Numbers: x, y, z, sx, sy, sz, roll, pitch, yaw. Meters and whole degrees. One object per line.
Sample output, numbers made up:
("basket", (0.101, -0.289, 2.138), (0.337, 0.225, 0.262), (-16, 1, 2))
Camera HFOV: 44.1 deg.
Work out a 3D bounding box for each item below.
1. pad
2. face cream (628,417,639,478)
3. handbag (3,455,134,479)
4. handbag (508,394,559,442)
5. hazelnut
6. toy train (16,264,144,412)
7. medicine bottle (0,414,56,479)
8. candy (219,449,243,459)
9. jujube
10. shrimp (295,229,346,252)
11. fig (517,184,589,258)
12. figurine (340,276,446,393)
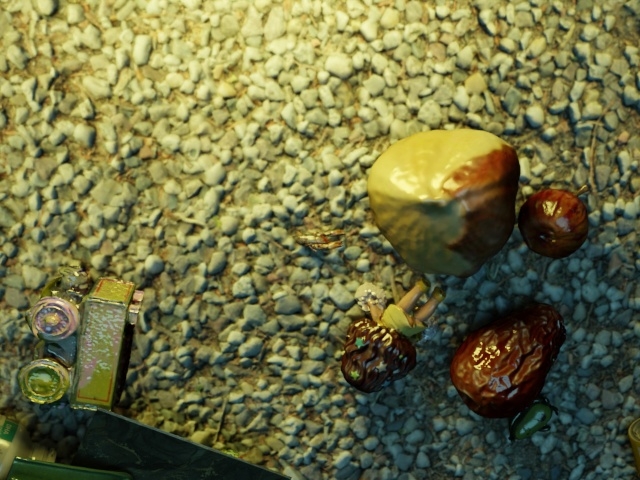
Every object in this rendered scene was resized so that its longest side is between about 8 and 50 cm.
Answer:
("pad", (-0.267, 0.444, 1.427), (0.367, 0.007, 0.248), (24, 120, -11))
("face cream", (0.707, 0.522, 1.582), (0.105, 0.105, 0.349), (-21, 106, 0))
("handbag", (-0.489, 0.521, 1.400), (0.238, 0.089, 0.326), (19, 122, -26))
("handbag", (0.407, 0.350, 1.536), (0.072, 0.047, 0.111), (43, 95, -14))
("hazelnut", (0.202, -0.069, 1.305), (0.261, 0.241, 0.261), (7, 109, 20))
("toy train", (-0.414, 0.178, 1.364), (0.177, 0.134, 0.261), (11, 104, -9))
("medicine bottle", (-0.588, 0.376, 1.399), (0.215, 0.135, 0.135), (28, 101, -18))
("candy", (-0.221, 0.528, 1.521), (0.083, 0.091, 0.305), (32, 115, 20))
("jujube", (0.349, 0.216, 1.448), (0.236, 0.168, 0.168), (-42, 105, -9))
("shrimp", (0.003, 0.002, 1.408), (0.092, 0.038, 0.029), (-10, 149, -3))
("fig", (0.415, -0.046, 1.397), (0.128, 0.128, 0.150), (14, 77, -9))
("figurine", (0.129, 0.168, 1.423), (0.174, 0.116, 0.240), (33, 99, -13))
